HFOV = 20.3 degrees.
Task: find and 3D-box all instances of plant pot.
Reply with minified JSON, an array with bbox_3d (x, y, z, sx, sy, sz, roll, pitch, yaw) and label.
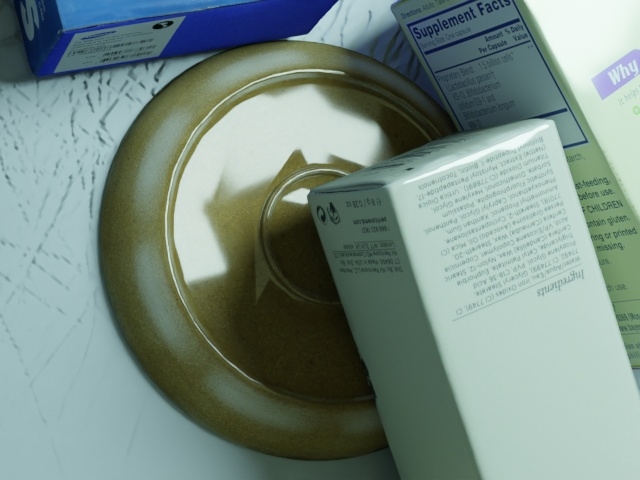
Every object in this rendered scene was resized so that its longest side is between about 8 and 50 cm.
[{"bbox_3d":[0.000,0.000,0.968,0.236,0.032,0.236,5,77,-21],"label":"plant pot"}]

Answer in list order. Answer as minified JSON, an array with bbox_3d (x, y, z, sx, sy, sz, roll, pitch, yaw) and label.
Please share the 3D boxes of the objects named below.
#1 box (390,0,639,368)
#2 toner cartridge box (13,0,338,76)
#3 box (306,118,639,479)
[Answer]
[{"bbox_3d":[0.198,-0.085,0.997,0.213,0.117,0.243,-35,101,-26],"label":"box"},{"bbox_3d":[-0.111,-0.273,0.957,0.165,0.075,0.347,-12,81,-24],"label":"toner cartridge box"},{"bbox_3d":[0.096,0.083,0.924,0.113,0.094,0.275,-21,98,-26],"label":"box"}]
